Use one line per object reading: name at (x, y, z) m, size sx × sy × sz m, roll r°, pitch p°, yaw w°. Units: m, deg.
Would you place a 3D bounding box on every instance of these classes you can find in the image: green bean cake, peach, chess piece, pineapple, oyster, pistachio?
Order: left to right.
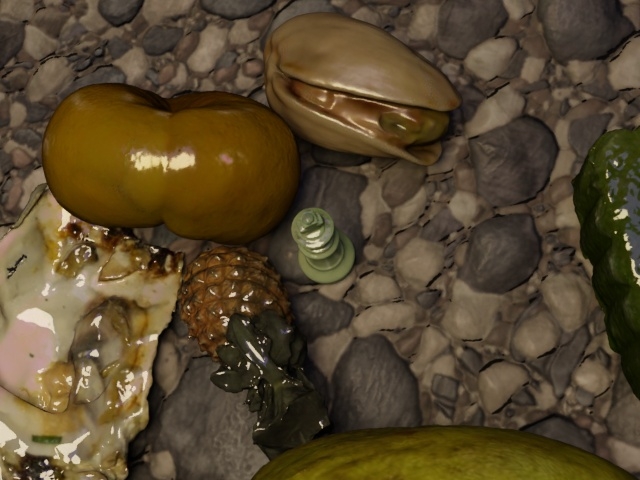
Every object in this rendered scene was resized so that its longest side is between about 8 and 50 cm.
oyster at (-0.261, 0.118, 0.936) m, size 0.201 × 0.107 × 0.355 m, roll 15°, pitch 64°, yaw -8°
peach at (-0.141, -0.075, 0.887) m, size 0.251 × 0.251 × 0.153 m, roll 3°, pitch 92°, yaw 9°
pineapple at (-0.055, 0.106, 0.848) m, size 0.111 × 0.119 × 0.237 m, roll -54°, pitch 37°, yaw 19°
chess piece at (0.000, 0.000, 0.893) m, size 0.059 × 0.149 × 0.059 m, roll -2°, pitch 75°, yaw 6°
pistachio at (0.036, -0.154, 0.943) m, size 0.215 × 0.144 × 0.144 m, roll 27°, pitch 80°, yaw 11°
green bean cake at (0.371, 0.008, 0.830) m, size 0.246 × 0.156 × 0.250 m, roll -15°, pitch 73°, yaw 5°

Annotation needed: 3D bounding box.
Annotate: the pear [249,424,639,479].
pear at (0.098, 0.294, 0.680) m, size 0.413 × 0.352 × 0.352 m, roll 21°, pitch 75°, yaw -26°
